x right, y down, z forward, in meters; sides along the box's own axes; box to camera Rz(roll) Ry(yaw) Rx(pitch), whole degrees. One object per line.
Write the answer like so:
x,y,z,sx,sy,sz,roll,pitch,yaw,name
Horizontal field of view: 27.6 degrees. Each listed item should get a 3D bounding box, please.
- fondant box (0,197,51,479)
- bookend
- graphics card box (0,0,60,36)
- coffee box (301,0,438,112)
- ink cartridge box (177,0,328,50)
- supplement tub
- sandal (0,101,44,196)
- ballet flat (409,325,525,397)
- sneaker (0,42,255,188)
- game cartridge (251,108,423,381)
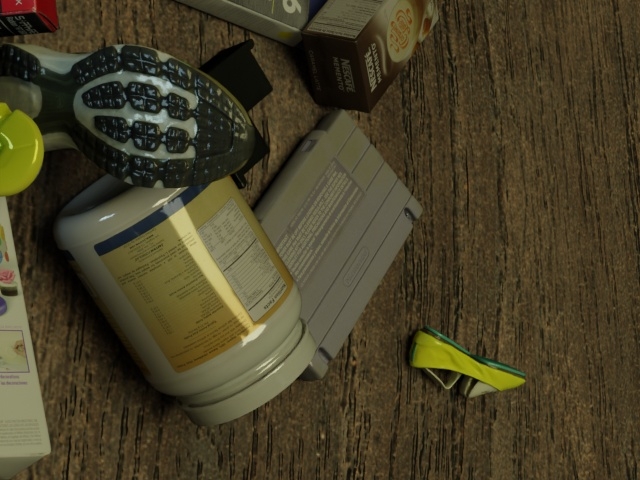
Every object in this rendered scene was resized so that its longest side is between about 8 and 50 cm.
-0.444,0.096,1.413,0.238,0.096,0.330,5,62,-41,fondant box
-0.124,-0.173,1.825,0.157,0.072,0.156,-47,113,-38,bookend
-0.477,-0.322,1.381,0.371,0.094,0.233,-5,85,2,graphics card box
0.080,-0.327,1.984,0.246,0.098,0.141,-55,147,-33,coffee box
-0.075,-0.457,1.928,0.307,0.072,0.304,15,72,-37,ink cartridge box
-0.164,0.052,1.641,0.228,0.228,0.316,-44,111,-38,supplement tub
-0.438,-0.139,1.464,0.317,0.138,0.126,36,84,9,sandal
0.229,0.208,2.078,0.231,0.077,0.077,26,86,-33,ballet flat
-0.225,-0.161,1.542,0.182,0.410,0.158,-10,112,-56,sneaker
0.000,0.000,1.915,0.230,0.068,0.355,47,55,-20,game cartridge
